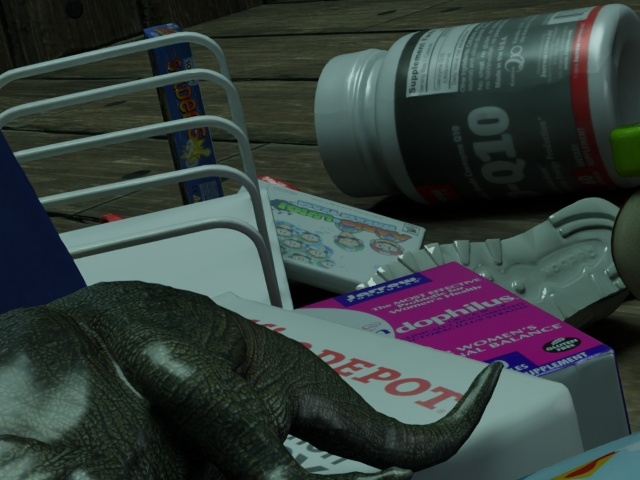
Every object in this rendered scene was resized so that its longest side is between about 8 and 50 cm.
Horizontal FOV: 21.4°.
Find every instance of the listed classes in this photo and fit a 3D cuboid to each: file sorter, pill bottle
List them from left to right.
[{"bbox_3d":[-0.126,0.001,1.137,0.193,0.173,0.278,-12,33,-2],"label":"file sorter"},{"bbox_3d":[0.149,-0.115,1.523,0.283,0.161,0.161,-5,16,29],"label":"pill bottle"}]

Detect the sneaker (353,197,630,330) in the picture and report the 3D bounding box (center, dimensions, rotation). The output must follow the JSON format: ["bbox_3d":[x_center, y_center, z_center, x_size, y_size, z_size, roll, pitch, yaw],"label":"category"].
[{"bbox_3d":[0.108,0.049,1.089,0.235,0.090,0.095,-14,-25,-29],"label":"sneaker"}]

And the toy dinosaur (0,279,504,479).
[{"bbox_3d":[-0.065,0.064,0.511,0.313,0.121,0.160,-30,51,-32],"label":"toy dinosaur"}]

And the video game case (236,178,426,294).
[{"bbox_3d":[0.000,0.000,1.347,0.157,0.019,0.143,17,23,4],"label":"video game case"}]

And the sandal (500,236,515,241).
[{"bbox_3d":[0.198,0.026,1.211,0.179,0.040,0.067,3,21,3],"label":"sandal"}]

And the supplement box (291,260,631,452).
[{"bbox_3d":[0.070,0.096,0.892,0.111,0.114,0.220,-17,13,-13],"label":"supplement box"}]

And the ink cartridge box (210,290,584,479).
[{"bbox_3d":[-0.113,0.167,0.677,0.384,0.160,0.279,-20,17,-29],"label":"ink cartridge box"}]

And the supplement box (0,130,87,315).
[{"bbox_3d":[-0.316,0.054,0.943,0.195,0.194,0.356,-25,-8,-41],"label":"supplement box"}]

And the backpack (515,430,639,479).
[{"bbox_3d":[0.102,0.168,0.396,0.355,0.273,0.290,-3,5,-25],"label":"backpack"}]

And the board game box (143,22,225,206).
[{"bbox_3d":[-0.127,-0.101,1.620,0.035,0.201,0.136,-14,15,-7],"label":"board game box"}]

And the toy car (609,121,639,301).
[{"bbox_3d":[0.254,-0.010,1.085,0.149,0.155,0.188,-11,5,5],"label":"toy car"}]

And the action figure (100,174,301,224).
[{"bbox_3d":[-0.129,0.018,1.375,0.139,0.091,0.280,10,21,18],"label":"action figure"}]
